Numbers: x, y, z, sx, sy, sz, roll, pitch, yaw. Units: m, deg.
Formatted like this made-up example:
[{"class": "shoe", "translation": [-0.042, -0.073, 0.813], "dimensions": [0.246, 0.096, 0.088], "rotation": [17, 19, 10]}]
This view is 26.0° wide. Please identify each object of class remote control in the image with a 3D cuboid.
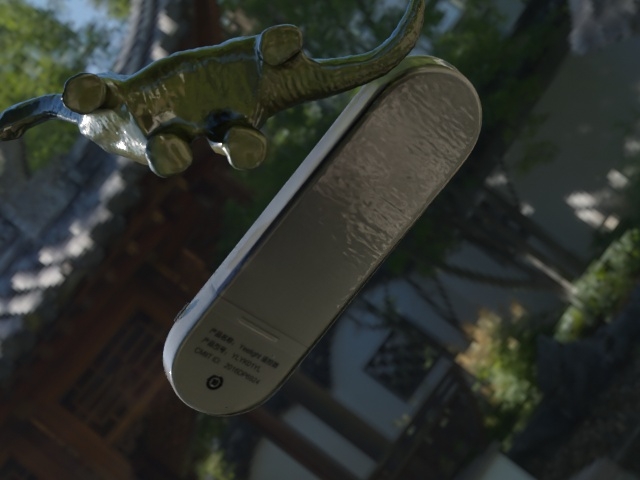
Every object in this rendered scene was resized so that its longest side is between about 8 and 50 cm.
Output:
[{"class": "remote control", "translation": [0.000, 0.000, 0.784], "dimensions": [0.245, 0.077, 0.022], "rotation": [-51, 32, 10]}]

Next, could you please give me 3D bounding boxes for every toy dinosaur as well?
[{"class": "toy dinosaur", "translation": [-0.069, -0.088, 0.781], "dimensions": [0.247, 0.075, 0.188], "rotation": [-21, 16, -7]}]
